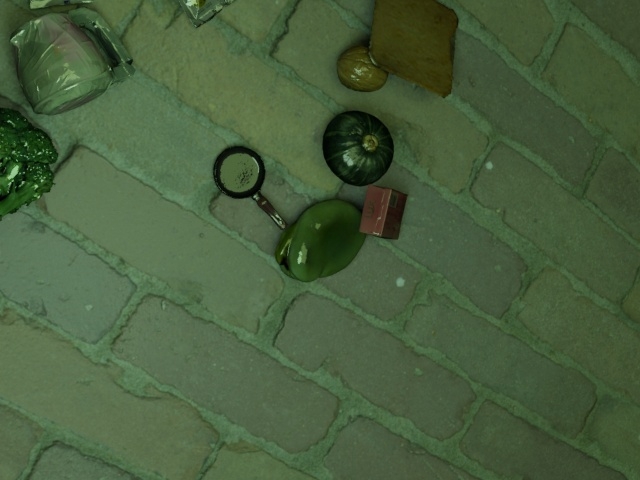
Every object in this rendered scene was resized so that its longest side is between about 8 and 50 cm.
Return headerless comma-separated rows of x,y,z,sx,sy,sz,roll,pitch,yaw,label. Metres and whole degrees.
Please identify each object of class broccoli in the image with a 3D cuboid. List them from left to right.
-0.618,-0.118,1.558,0.270,0.270,0.270,15,57,-21,broccoli

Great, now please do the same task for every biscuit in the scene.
0.210,-0.453,1.904,0.237,0.013,0.232,19,70,-30,biscuit

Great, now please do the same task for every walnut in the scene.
0.094,-0.372,1.876,0.124,0.105,0.105,18,89,-25,walnut

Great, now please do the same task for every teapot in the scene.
-0.473,-0.354,1.627,0.221,0.163,0.178,-27,97,-16,teapot

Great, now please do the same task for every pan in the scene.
-0.143,-0.107,1.838,0.115,0.040,0.212,-42,101,-13,pan

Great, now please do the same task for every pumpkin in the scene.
0.081,-0.202,1.870,0.167,0.125,0.167,0,89,-18,pumpkin

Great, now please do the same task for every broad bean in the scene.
0.000,0.000,1.881,0.228,0.100,0.169,-19,110,-31,broad bean

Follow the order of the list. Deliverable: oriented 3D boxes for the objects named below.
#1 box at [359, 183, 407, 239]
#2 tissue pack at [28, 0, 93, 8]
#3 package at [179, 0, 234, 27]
0.140,-0.060,1.898,0.060,0.156,0.111,11,89,21,box
-0.519,-0.553,1.661,0.122,0.026,0.193,-12,99,-20,tissue pack
-0.241,-0.553,1.766,0.171,0.027,0.173,-40,111,-13,package
